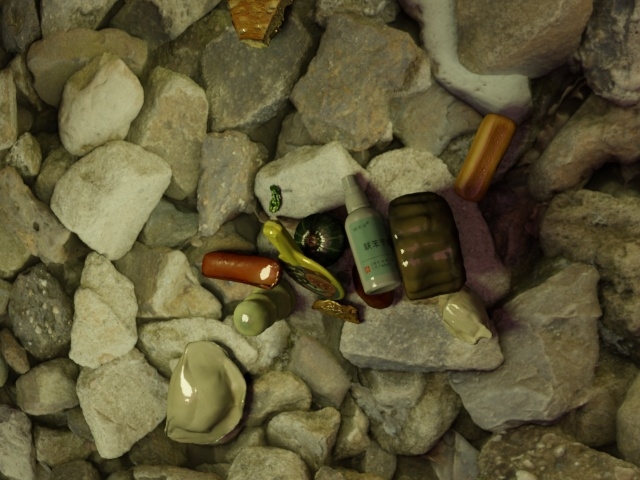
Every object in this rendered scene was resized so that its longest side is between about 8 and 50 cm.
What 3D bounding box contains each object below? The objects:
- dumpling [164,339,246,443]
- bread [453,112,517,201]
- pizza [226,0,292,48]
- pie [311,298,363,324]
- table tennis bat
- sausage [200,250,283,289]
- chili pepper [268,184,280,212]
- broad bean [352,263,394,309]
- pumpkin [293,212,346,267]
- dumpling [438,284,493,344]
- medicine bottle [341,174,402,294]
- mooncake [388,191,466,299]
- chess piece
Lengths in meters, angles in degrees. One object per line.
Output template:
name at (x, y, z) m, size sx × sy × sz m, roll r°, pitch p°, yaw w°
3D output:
dumpling at (-0.381, 0.519, 1.559) m, size 0.260 × 0.181 × 0.340 m, roll 13°, pitch 72°, yaw -8°
bread at (0.441, -0.223, 1.258) m, size 0.093 × 0.074 × 0.239 m, roll 20°, pitch 106°, yaw -5°
pizza at (-0.194, -0.646, 1.363) m, size 0.204 × 0.080 × 0.188 m, roll 14°, pitch 79°, yaw 22°
pie at (0.054, 0.216, 1.442) m, size 0.170 × 0.034 × 0.092 m, roll 18°, pitch 143°, yaw 8°
table tennis bat at (-0.055, 0.068, 1.327) m, size 0.224 × 0.368 × 0.054 m, roll 14°, pitch 62°, yaw 38°
sausage at (-0.244, 0.087, 1.440) m, size 0.331 × 0.102 × 0.101 m, roll 6°, pitch 101°, yaw 36°
chili pepper at (-0.144, -0.128, 1.453) m, size 0.034 × 0.030 × 0.091 m, roll 10°, pitch 100°, yaw 39°
broad bean at (0.157, 0.132, 1.390) m, size 0.114 × 0.084 × 0.165 m, roll -14°, pitch 102°, yaw 34°
pumpkin at (-0.002, 0.000, 1.385) m, size 0.167 × 0.125 × 0.167 m, roll 1°, pitch 94°, yaw 14°
dumpling at (0.405, 0.212, 1.324) m, size 0.136 × 0.119 × 0.199 m, roll -51°, pitch 56°, yaw 30°
medicine bottle at (0.130, -0.025, 1.323) m, size 0.110 × 0.110 × 0.351 m, roll -21°, pitch 71°, yaw 17°
mooncake at (0.281, 0.010, 1.232) m, size 0.162 × 0.290 × 0.290 m, roll -12°, pitch 96°, yaw 11°
chess piece at (-0.180, 0.208, 1.400) m, size 0.145 × 0.251 × 0.144 m, roll 3°, pitch 100°, yaw 15°
